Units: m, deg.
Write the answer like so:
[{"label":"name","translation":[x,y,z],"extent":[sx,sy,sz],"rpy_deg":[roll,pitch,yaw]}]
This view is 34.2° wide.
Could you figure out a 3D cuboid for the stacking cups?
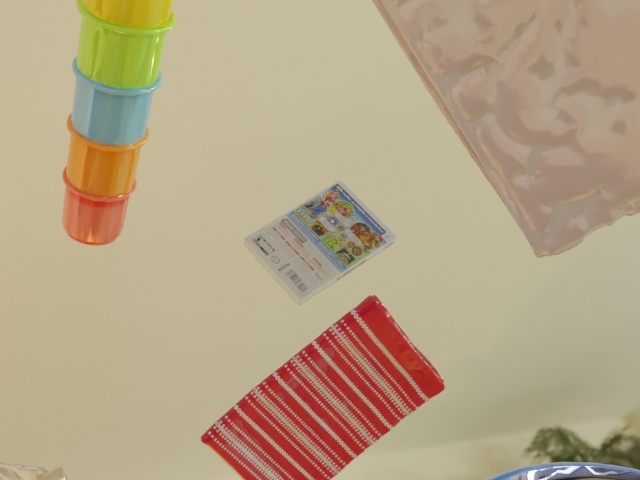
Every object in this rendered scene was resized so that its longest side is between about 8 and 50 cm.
[{"label":"stacking cups","translation":[-0.204,-0.135,0.985],"extent":[0.096,0.096,0.316],"rpy_deg":[-5,-50,-34]}]

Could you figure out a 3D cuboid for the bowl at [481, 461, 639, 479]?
[{"label":"bowl","translation":[0.171,0.237,0.367],"extent":[0.391,0.391,0.077],"rpy_deg":[4,-53,-42]}]

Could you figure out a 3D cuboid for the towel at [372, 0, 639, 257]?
[{"label":"towel","translation":[0.182,-0.190,0.536],"extent":[0.332,0.053,0.317],"rpy_deg":[-29,-68,14]}]

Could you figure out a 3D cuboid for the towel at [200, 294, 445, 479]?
[{"label":"towel","translation":[0.011,0.210,1.287],"extent":[0.275,0.031,0.199],"rpy_deg":[-39,-54,-4]}]

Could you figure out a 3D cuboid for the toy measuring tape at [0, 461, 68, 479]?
[{"label":"toy measuring tape","translation":[-0.335,0.194,0.789],"extent":[0.330,0.121,0.121],"rpy_deg":[1,-12,35]}]

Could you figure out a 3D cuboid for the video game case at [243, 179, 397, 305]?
[{"label":"video game case","translation":[0.000,0.000,0.996],"extent":[0.122,0.087,0.011],"rpy_deg":[-33,-26,-24]}]
